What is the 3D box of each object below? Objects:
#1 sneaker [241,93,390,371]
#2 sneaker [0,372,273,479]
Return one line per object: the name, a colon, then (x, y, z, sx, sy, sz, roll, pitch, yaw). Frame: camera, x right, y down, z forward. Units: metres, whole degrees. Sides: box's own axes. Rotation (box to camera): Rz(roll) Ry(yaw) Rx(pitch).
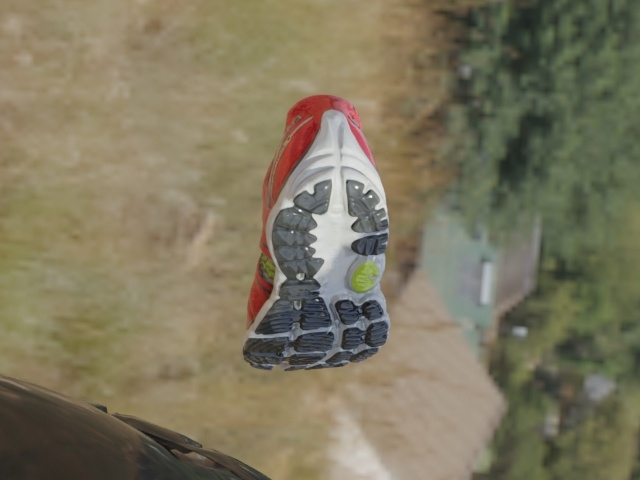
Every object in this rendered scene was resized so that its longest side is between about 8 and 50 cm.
sneaker: (0.000, 0.000, 1.349, 0.279, 0.107, 0.118, 105, -17, -54)
sneaker: (-0.037, 0.087, 0.261, 0.109, 0.286, 0.130, -56, 136, -2)
